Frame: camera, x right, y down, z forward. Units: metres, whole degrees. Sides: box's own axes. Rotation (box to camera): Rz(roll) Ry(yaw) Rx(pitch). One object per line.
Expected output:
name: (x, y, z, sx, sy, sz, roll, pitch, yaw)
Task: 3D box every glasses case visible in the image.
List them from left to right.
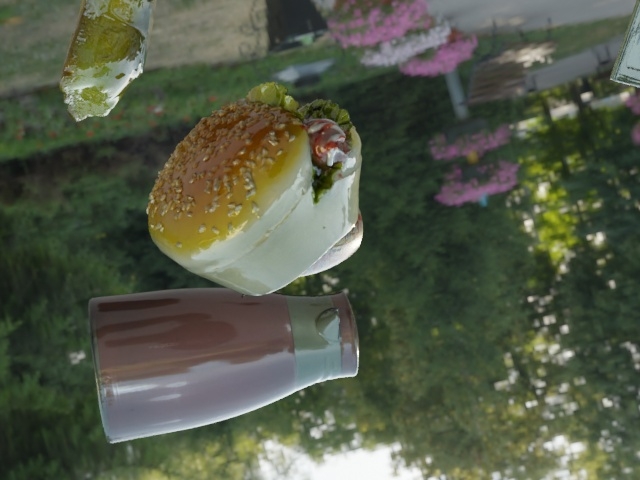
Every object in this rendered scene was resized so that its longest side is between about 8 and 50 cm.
glasses case: (0.000, 0.000, 1.272, 0.049, 0.073, 0.194, 0, -168, 31)

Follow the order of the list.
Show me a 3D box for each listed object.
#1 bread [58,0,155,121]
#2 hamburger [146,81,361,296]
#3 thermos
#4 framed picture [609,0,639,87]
bread: (-0.228, -0.251, 1.151, 0.088, 0.233, 0.161, 13, 172, -13)
hamburger: (-0.056, -0.045, 0.818, 0.173, 0.116, 0.210, -41, -152, -11)
thermos: (-0.094, 0.117, 1.062, 0.265, 0.146, 0.176, -7, 161, -10)
framed picture: (0.488, -0.322, 1.437, 0.173, 0.231, 0.010, 2, -160, -42)
